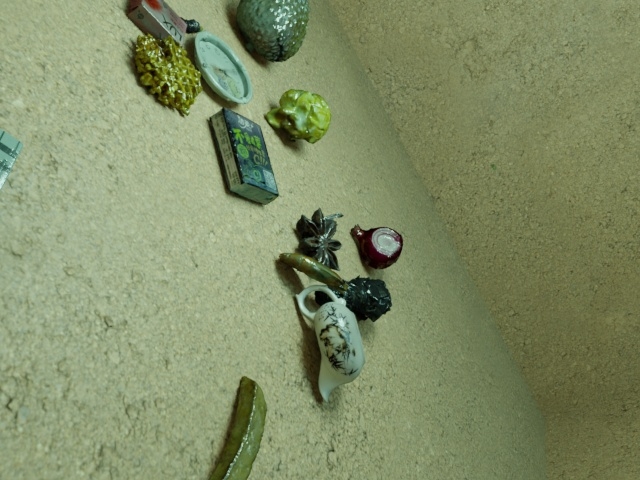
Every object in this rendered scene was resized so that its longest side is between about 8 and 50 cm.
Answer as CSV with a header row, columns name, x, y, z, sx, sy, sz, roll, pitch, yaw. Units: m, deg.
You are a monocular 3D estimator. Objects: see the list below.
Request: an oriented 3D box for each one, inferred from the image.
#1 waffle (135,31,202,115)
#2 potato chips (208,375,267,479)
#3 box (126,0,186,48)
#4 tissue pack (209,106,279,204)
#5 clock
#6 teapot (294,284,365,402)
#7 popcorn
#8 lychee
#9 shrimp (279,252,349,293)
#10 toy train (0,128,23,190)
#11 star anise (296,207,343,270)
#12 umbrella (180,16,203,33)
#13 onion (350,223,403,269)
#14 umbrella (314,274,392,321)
name,x,y,z,sx,sy,sz,roll,pitch,yaw
waffle,-0.374,-0.418,1.436,0.197,0.070,0.193,37,37,-46
potato chips,-0.164,0.401,1.072,0.407,0.080,0.057,-68,139,-57
box,-0.419,-0.566,1.503,0.156,0.060,0.111,41,35,-40
tissue pack,-0.204,-0.226,1.586,0.173,0.073,0.236,15,53,-59
clock,-0.290,-0.490,1.690,0.236,0.053,0.237,44,30,-34
teapot,0.028,0.253,1.531,0.300,0.165,0.208,65,5,25
popcorn,-0.074,-0.404,1.923,0.212,0.198,0.198,-22,87,-39
lychee,-0.154,-0.743,1.977,0.255,0.274,0.255,51,-2,3
shrimp,-0.015,0.083,1.591,0.217,0.051,0.115,26,-6,-12
toy train,-0.507,-0.070,0.861,0.052,0.051,0.234,40,34,-36
star anise,0.001,0.000,1.768,0.230,0.081,0.262,51,39,-27
umbrella,-0.376,-0.607,1.650,0.037,0.040,0.144,55,23,1
onion,0.193,0.021,2.106,0.198,0.135,0.173,28,44,11
umbrella,0.101,0.187,1.761,0.154,0.128,0.336,54,28,15
